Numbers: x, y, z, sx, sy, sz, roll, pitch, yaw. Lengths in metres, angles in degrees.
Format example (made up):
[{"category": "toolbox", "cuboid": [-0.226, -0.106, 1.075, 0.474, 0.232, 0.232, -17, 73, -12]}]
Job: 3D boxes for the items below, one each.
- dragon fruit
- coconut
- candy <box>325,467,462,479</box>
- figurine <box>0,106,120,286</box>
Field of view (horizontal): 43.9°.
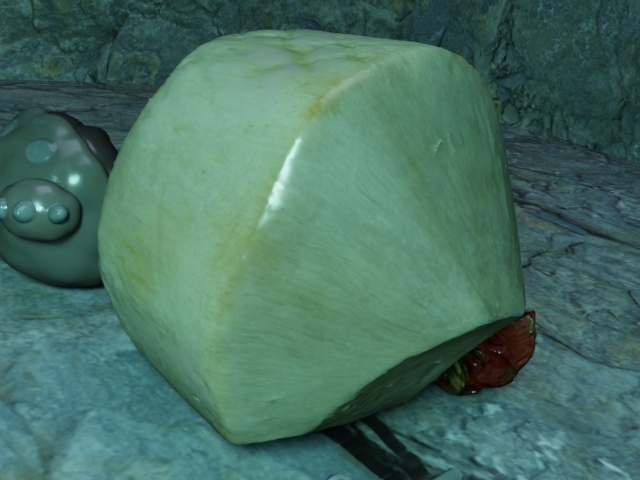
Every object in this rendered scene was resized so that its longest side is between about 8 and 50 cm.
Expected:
[{"category": "dragon fruit", "cuboid": [0.148, 0.130, 0.842, 0.106, 0.083, 0.162, -20, 7, -40]}, {"category": "coconut", "cuboid": [0.000, 0.000, 0.735, 0.415, 0.415, 0.345, 25, 0, 39]}, {"category": "candy", "cuboid": [0.019, 0.210, 0.539, 0.124, 0.124, 0.365, 21, 14, 32]}, {"category": "figurine", "cuboid": [-0.268, -0.046, 1.011, 0.248, 0.203, 0.381, 32, 17, 36]}]
